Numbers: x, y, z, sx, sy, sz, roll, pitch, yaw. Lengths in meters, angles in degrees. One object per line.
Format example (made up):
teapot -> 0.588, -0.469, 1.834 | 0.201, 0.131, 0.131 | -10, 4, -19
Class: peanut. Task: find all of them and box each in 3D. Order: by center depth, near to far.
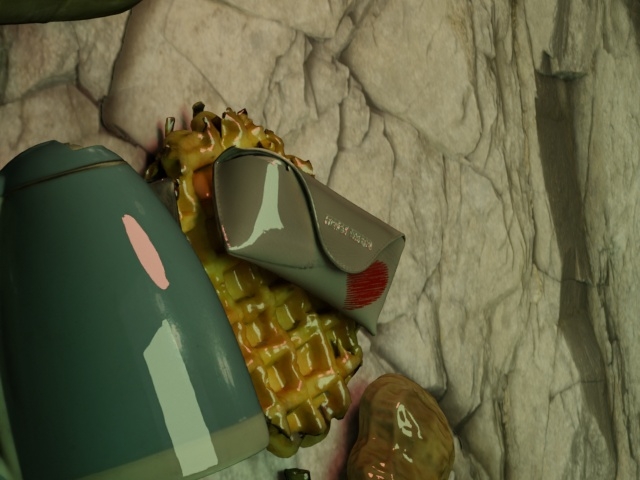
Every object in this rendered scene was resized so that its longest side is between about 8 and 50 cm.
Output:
peanut -> 0.108, 0.293, 1.923 | 0.197, 0.110, 0.233 | 51, 44, -42

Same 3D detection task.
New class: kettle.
kettle -> -0.246, 0.081, 1.396 | 0.319, 0.247, 0.342 | -18, 90, -29

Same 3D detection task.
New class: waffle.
waffle -> -0.081, 0.045, 1.733 | 0.382, 0.095, 0.380 | 42, 49, -38

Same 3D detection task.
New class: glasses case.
glasses case -> 0.000, 0.002, 1.714 | 0.308, 0.083, 0.128 | 31, 53, -42

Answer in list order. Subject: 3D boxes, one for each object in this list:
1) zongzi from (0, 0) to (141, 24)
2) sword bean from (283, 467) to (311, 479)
zongzi -> -0.322, -0.383, 1.378 | 0.356, 0.174, 0.393 | -7, 82, -36
sword bean -> -0.013, 0.407, 1.789 | 0.043, 0.038, 0.269 | -1, 85, -61
